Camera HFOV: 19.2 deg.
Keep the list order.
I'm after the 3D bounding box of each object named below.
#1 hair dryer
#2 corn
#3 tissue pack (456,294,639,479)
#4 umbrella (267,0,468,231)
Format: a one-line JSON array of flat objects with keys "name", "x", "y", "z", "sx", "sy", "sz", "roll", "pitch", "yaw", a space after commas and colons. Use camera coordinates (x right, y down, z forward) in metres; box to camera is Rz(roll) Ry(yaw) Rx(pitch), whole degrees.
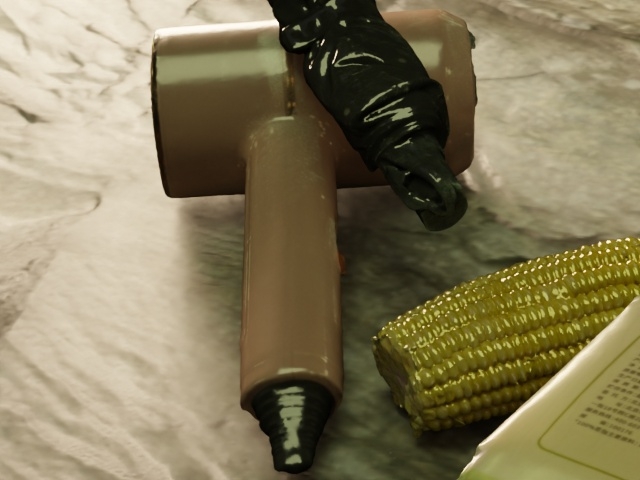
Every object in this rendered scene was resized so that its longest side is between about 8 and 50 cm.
[{"name": "hair dryer", "x": 0.000, "y": 0.000, "z": 1.037, "sx": 0.189, "sy": 0.107, "sz": 0.344, "roll": -3, "pitch": 43, "yaw": 1}, {"name": "corn", "x": 0.112, "y": 0.048, "z": 0.957, "sx": 0.165, "sy": 0.063, "sz": 0.085, "roll": -18, "pitch": 59, "yaw": -14}, {"name": "tissue pack", "x": 0.194, "y": 0.132, "z": 0.759, "sx": 0.234, "sy": 0.125, "sz": 0.159, "roll": 18, "pitch": 39, "yaw": 33}, {"name": "umbrella", "x": 0.023, "y": -0.097, "z": 1.027, "sx": 0.066, "sy": 0.059, "sz": 0.236, "roll": -31, "pitch": 50, "yaw": 2}]
